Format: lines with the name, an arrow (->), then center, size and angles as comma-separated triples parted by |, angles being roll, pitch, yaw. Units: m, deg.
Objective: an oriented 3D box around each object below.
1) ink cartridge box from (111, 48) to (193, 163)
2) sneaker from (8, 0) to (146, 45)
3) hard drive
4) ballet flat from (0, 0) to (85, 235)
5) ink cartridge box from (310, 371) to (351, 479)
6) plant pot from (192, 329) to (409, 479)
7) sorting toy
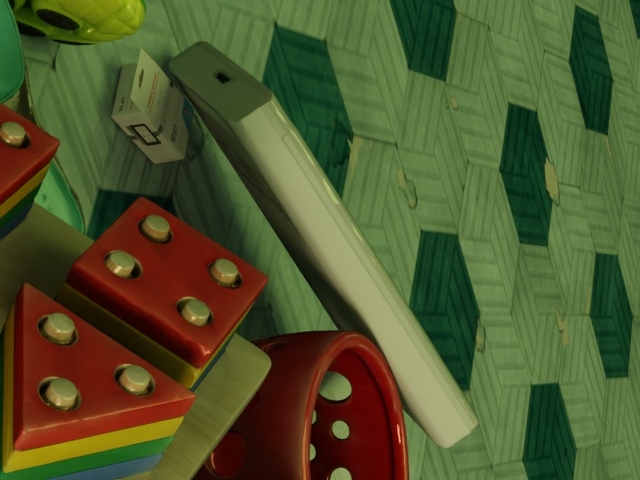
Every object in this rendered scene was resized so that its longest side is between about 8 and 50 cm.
ink cartridge box -> -0.128, -0.100, 1.363 | 0.083, 0.028, 0.048 | 51, 39, -50
sneaker -> -0.192, -0.230, 1.162 | 0.295, 0.109, 0.123 | 52, 43, -48
hard drive -> 0.000, 0.000, 1.393 | 0.307, 0.040, 0.203 | 57, -6, -25
ballet flat -> -0.211, -0.077, 1.140 | 0.072, 0.068, 0.213 | -34, 114, -37
ink cartridge box -> -0.020, 0.230, 1.517 | 0.232, 0.066, 0.189 | -48, 130, -36
plant pot -> -0.047, 0.164, 1.304 | 0.191, 0.174, 0.191 | -7, 90, -65
sorting toy -> -0.168, 0.042, 0.985 | 0.089, 0.257, 0.255 | -59, 176, 33
